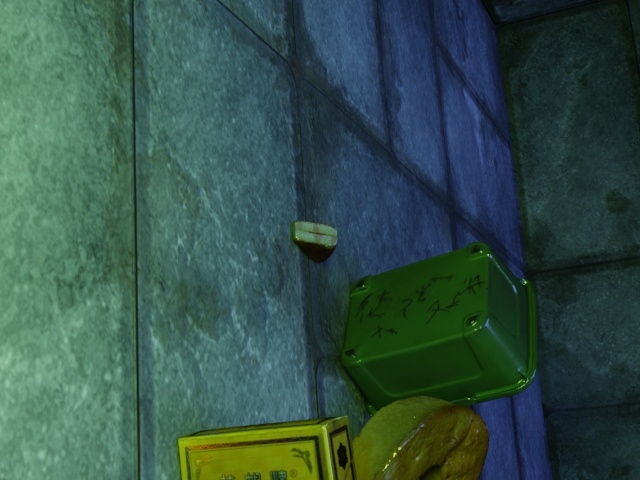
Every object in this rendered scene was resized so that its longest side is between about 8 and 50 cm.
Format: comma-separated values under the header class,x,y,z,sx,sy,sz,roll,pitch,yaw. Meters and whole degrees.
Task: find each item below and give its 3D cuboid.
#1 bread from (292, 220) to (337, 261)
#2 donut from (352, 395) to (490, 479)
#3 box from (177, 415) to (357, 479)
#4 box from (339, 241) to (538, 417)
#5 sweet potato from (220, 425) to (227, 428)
class,x,y,z,sx,sy,sz,roll,pitch,yaw
bread,0.000,0.000,1.531,0.109,0.062,0.043,48,37,-58
donut,0.140,0.375,1.502,0.302,0.110,0.303,-24,127,-36
box,-0.048,0.364,1.076,0.084,0.192,0.302,7,75,-69
box,0.196,0.156,1.626,0.178,0.328,0.253,47,35,-34
sweet potato,-0.108,0.280,1.178,0.034,0.034,0.095,-29,105,-67
